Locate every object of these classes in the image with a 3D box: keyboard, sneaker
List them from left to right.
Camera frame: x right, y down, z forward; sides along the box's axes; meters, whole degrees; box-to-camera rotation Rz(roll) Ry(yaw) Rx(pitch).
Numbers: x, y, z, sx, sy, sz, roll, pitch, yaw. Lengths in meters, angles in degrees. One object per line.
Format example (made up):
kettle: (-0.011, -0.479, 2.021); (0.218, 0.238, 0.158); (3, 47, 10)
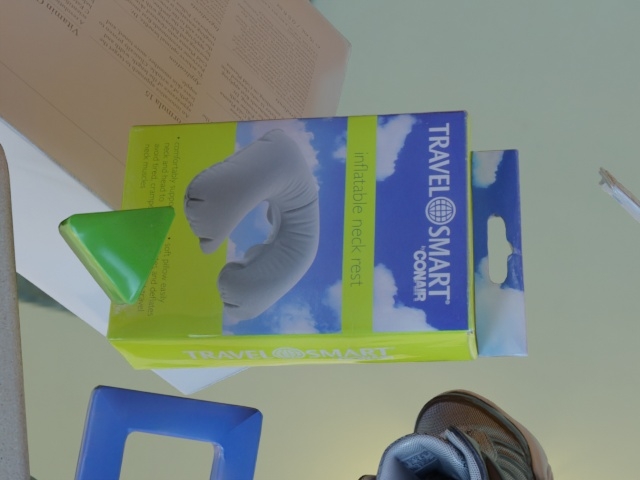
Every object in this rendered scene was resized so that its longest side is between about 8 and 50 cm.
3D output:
sneaker: (0.093, 0.162, 0.825); (0.101, 0.153, 0.268); (-34, -150, 11)
keyboard: (0.289, 0.041, 0.838); (0.256, 0.014, 0.072); (42, -172, -4)

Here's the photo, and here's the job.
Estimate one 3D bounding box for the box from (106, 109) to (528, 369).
box: (0.000, 0.000, 0.539); (0.178, 0.109, 0.042); (-2, 156, 9)

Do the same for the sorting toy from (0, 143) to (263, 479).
sorting toy: (-0.192, 0.063, 0.397); (0.348, 0.196, 0.047); (-4, 178, -20)

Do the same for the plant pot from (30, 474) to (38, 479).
plant pot: (-0.343, 0.285, 1.125); (0.187, 0.167, 0.188); (-47, -146, -15)

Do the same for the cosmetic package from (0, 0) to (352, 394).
cosmetic package: (-0.151, -0.131, 0.707); (0.377, 0.097, 0.284); (42, -143, -28)
